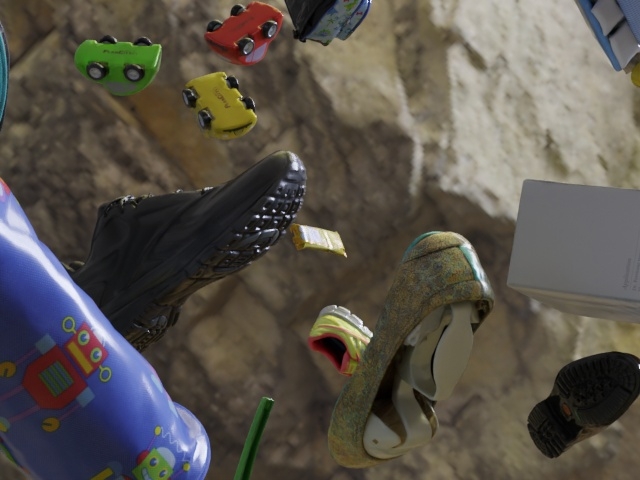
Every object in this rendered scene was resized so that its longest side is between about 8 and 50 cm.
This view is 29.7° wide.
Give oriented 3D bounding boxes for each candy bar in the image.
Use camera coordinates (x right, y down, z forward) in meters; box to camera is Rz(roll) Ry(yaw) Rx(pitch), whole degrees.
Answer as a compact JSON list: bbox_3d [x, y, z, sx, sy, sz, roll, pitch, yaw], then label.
[{"bbox_3d":[0.000,0.000,1.663,0.018,0.040,0.161,-25,166,21],"label":"candy bar"}]

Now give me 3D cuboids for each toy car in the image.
[{"bbox_3d":[-0.167,-0.193,1.378,0.053,0.225,0.239,90,7,-45],"label":"toy car"}]

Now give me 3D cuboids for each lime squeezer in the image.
[{"bbox_3d":[-0.079,0.322,1.251,0.110,0.059,0.310,-40,-132,44],"label":"lime squeezer"}]

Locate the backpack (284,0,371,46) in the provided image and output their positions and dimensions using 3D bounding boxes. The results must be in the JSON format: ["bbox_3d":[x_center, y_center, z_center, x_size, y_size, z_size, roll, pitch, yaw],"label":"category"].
[{"bbox_3d":[0.016,-0.323,1.575,0.114,0.084,0.105,-43,-126,43],"label":"backpack"}]

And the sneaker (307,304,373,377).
[{"bbox_3d":[0.068,0.187,1.855,0.094,0.209,0.081,-41,156,-53],"label":"sneaker"}]

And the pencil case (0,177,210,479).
[{"bbox_3d":[-0.193,0.066,0.771,0.119,0.306,0.133,-46,-143,-21],"label":"pencil case"}]

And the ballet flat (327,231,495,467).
[{"bbox_3d":[0.096,0.152,1.300,0.123,0.123,0.348,-66,176,-57],"label":"ballet flat"}]

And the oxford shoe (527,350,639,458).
[{"bbox_3d":[0.326,0.177,1.411,0.096,0.082,0.227,-21,162,-24],"label":"oxford shoe"}]

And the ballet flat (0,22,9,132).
[{"bbox_3d":[-0.308,-0.074,0.969,0.096,0.095,0.280,40,-50,43],"label":"ballet flat"}]

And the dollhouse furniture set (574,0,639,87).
[{"bbox_3d":[0.462,-0.346,1.468,0.286,0.303,0.198,-31,-144,8],"label":"dollhouse furniture set"}]

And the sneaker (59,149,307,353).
[{"bbox_3d":[-0.142,-0.004,1.128,0.286,0.130,0.109,-37,165,12],"label":"sneaker"}]

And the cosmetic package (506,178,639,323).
[{"bbox_3d":[0.371,0.023,1.446,0.225,0.224,0.138,8,-97,30],"label":"cosmetic package"}]
